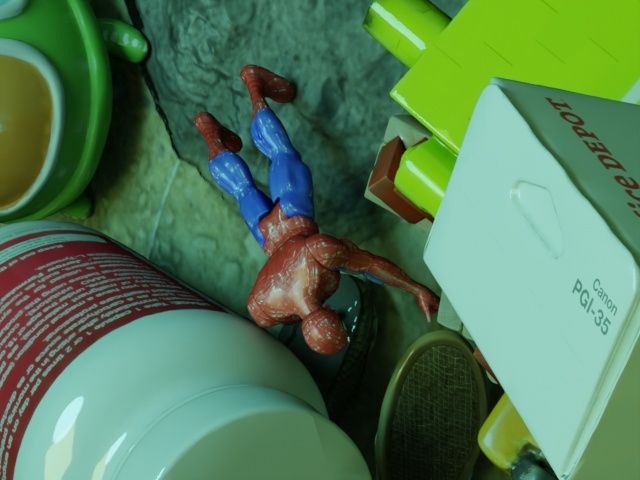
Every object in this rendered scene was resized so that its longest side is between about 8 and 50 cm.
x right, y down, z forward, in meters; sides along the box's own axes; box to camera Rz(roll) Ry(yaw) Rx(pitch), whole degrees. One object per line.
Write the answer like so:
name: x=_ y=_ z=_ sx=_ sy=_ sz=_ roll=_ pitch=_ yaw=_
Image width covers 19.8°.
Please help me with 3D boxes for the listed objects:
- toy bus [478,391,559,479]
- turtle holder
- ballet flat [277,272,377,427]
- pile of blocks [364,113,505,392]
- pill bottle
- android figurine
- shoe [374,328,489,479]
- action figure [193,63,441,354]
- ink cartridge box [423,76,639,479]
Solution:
toy bus: x=0.253 y=0.168 z=1.006 sx=0.333 sy=0.130 sz=0.108 roll=33 pitch=88 yaw=24
turtle holder: x=-0.321 y=-0.153 z=1.509 sx=0.243 sy=0.227 sz=0.320 roll=-48 pitch=62 yaw=36
ballet flat: x=-0.010 y=0.138 z=1.368 sx=0.084 sy=0.058 sz=0.250 roll=45 pitch=119 yaw=53
pile of blocks: x=0.142 y=0.032 z=1.165 sx=0.362 sy=0.113 sz=0.149 roll=56 pitch=128 yaw=24
pill bottle: x=-0.136 y=0.137 z=1.294 sx=0.408 sy=0.229 sz=0.229 roll=26 pitch=112 yaw=58
android figurine: x=0.160 y=-0.094 z=1.107 sx=0.273 sy=0.056 sz=0.248 roll=41 pitch=95 yaw=21
shoe: x=0.070 y=0.157 z=1.267 sx=0.058 sy=0.077 sz=0.219 roll=-115 pitch=27 yaw=-66
action figure: x=0.000 y=0.000 z=1.292 sx=0.091 sy=0.139 sz=0.280 roll=-45 pitch=33 yaw=20
ink cartridge box: x=0.220 y=0.029 z=0.933 sx=0.207 sy=0.283 sz=0.117 roll=-118 pitch=42 yaw=-54
